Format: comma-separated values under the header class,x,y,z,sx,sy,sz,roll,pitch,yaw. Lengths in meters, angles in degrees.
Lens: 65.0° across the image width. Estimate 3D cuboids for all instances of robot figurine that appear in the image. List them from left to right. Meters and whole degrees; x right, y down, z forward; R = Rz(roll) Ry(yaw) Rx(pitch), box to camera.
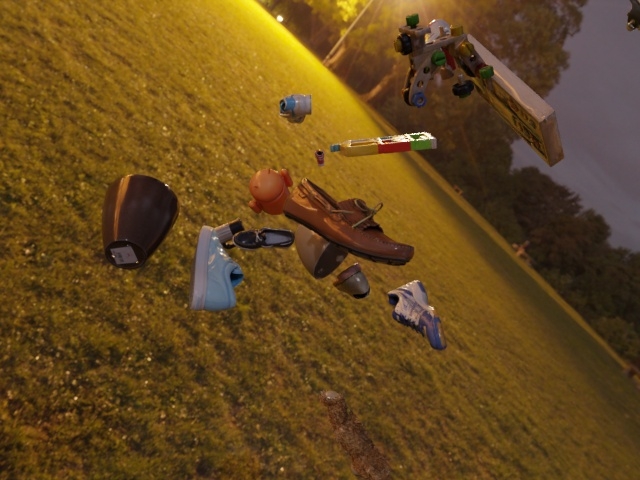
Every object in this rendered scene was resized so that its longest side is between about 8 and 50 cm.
class,x,y,z,sx,sy,sz,roll,pitch,yaw
robot figurine,-0.177,-0.174,1.794,0.219,0.158,0.128,62,18,-65

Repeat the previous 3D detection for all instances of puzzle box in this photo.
class,x,y,z,sx,sy,sz,roll,pitch,yaw
puzzle box,0.581,-0.428,1.537,0.272,0.052,0.408,35,22,-53

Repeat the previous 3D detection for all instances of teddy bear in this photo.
class,x,y,z,sx,sy,sz,roll,pitch,yaw
teddy bear,0.092,0.642,1.663,0.337,0.113,0.245,58,-10,1

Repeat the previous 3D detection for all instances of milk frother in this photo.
class,x,y,z,sx,sy,sz,roll,pitch,yaw
milk frother,-0.393,-0.013,2.212,0.143,0.135,0.129,-125,-168,-71

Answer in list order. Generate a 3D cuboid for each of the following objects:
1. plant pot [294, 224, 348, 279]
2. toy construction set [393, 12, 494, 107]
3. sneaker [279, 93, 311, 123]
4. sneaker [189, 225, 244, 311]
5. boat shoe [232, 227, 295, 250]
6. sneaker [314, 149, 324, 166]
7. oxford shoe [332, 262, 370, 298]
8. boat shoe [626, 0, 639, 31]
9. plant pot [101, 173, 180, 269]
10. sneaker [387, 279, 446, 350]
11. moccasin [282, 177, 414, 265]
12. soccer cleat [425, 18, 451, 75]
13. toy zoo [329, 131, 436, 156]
class,x,y,z,sx,sy,sz,roll,pitch,yaw
plant pot,0.000,0.000,2.162,0.191,0.284,0.284,39,13,22
toy construction set,0.329,-0.545,1.418,0.308,0.258,0.237,-71,142,-54
sneaker,-0.092,-0.434,1.641,0.092,0.087,0.229,-3,3,-12
sneaker,-0.311,0.090,1.519,0.150,0.135,0.365,12,35,-18
boat shoe,-0.114,-0.004,1.019,0.125,0.038,0.046,5,69,-16
sneaker,-0.005,-0.390,2.252,0.118,0.042,0.067,-104,-174,-48
oxford shoe,0.150,0.216,2.322,0.146,0.141,0.397,57,-3,10
boat shoe,0.764,-0.533,1.171,0.116,0.099,0.319,-4,74,-50
plant pot,-0.523,-0.033,1.412,0.215,0.215,0.230,33,31,-28
sneaker,0.300,0.250,1.587,0.296,0.131,0.111,-108,-179,-60
moccasin,0.073,-0.052,1.242,0.380,0.146,0.139,32,7,41
soccer cleat,0.416,-0.674,1.710,0.116,0.143,0.331,38,53,-17
toy zoo,0.174,-0.277,1.459,0.192,0.294,0.030,-80,165,-73
